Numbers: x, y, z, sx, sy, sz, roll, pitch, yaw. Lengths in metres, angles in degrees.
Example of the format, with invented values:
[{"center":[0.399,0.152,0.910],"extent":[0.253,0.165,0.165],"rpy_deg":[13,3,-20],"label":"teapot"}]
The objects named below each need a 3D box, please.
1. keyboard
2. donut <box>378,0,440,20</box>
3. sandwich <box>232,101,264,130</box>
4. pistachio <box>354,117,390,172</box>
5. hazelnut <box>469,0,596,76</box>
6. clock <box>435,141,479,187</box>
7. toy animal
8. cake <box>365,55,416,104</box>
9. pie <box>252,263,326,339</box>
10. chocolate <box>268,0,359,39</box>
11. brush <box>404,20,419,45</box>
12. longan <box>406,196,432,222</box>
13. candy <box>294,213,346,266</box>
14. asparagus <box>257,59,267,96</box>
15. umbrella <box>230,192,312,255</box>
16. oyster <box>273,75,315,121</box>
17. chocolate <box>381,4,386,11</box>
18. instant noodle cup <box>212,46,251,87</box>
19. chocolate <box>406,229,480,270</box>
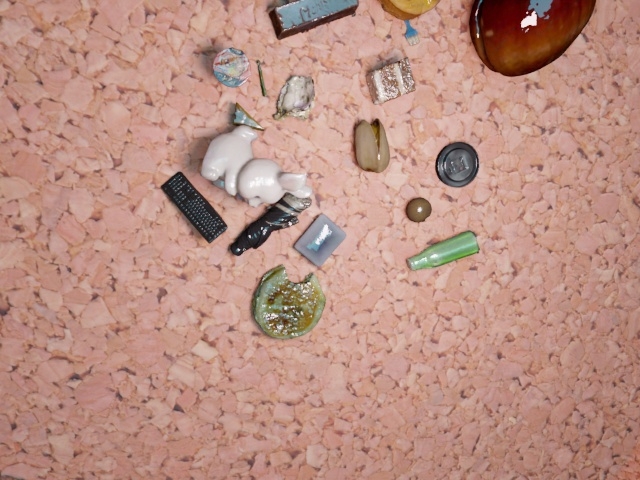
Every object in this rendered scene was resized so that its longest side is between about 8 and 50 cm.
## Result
[{"center":[-0.418,-0.078,1.604],"extent":[0.103,0.041,0.381],"rpy_deg":[-41,94,-2],"label":"keyboard"},{"center":[0.319,-0.942,1.560],"extent":[0.317,0.150,0.299],"rpy_deg":[-24,99,-17],"label":"donut"},{"center":[-0.251,-0.441,1.593],"extent":[0.116,0.074,0.074],"rpy_deg":[10,98,-14],"label":"sandwich"},{"center":[0.195,-0.353,1.673],"extent":[0.129,0.131,0.206],"rpy_deg":[-11,97,-18],"label":"pistachio"},{"center":[0.761,-0.808,1.581],"extent":[0.429,0.402,0.402],"rpy_deg":[-40,105,-14],"label":"hazelnut"},{"center":[0.551,-0.305,1.799],"extent":[0.184,0.040,0.184],"rpy_deg":[-2,100,-12],"label":"clock"},{"center":[-0.209,-0.237,1.526],"extent":[0.367,0.196,0.241],"rpy_deg":[29,91,12],"label":"toy animal"},{"center":[0.254,-0.585,1.643],"extent":[0.147,0.135,0.134],"rpy_deg":[-17,104,-3],"label":"cake"},{"center":[-0.124,0.247,1.747],"extent":[0.302,0.067,0.302],"rpy_deg":[-2,100,-10],"label":"pie"},{"center":[-0.013,-0.809,1.556],"extent":[0.321,0.112,0.112],"rpy_deg":[-22,106,-7],"label":"chocolate"},{"center":[0.327,-0.816,1.674],"extent":[0.051,0.014,0.164],"rpy_deg":[-25,103,-8],"label":"brush"},{"center":[0.394,-0.119,1.775],"extent":[0.113,0.092,0.113],"rpy_deg":[-12,112,-33],"label":"longan"},{"center":[0.000,0.000,1.724],"extent":[0.138,0.071,0.174],"rpy_deg":[41,89,-15],"label":"candy"},{"center":[-0.211,-0.583,1.605],"extent":[0.015,0.018,0.127],"rpy_deg":[-22,107,-43],"label":"asparagus"},{"center":[-0.189,-0.066,1.666],"extent":[0.358,0.106,0.113],"rpy_deg":[-39,72,7],"label":"umbrella"},{"center":[-0.094,-0.505,1.623],"extent":[0.191,0.081,0.163],"rpy_deg":[-25,80,9],"label":"oyster"},{"center":[0.256,-0.897,1.637],"extent":[0.064,0.031,0.100],"rpy_deg":[-10,100,-14],"label":"chocolate"},{"center":[-0.304,-0.578,1.525],"extent":[0.127,0.136,0.127],"rpy_deg":[-2,101,-12],"label":"instant noodle cup"},{"center":[0.496,0.052,1.825],"extent":[0.291,0.110,0.110],"rpy_deg":[-19,103,-5],"label":"chocolate"}]
